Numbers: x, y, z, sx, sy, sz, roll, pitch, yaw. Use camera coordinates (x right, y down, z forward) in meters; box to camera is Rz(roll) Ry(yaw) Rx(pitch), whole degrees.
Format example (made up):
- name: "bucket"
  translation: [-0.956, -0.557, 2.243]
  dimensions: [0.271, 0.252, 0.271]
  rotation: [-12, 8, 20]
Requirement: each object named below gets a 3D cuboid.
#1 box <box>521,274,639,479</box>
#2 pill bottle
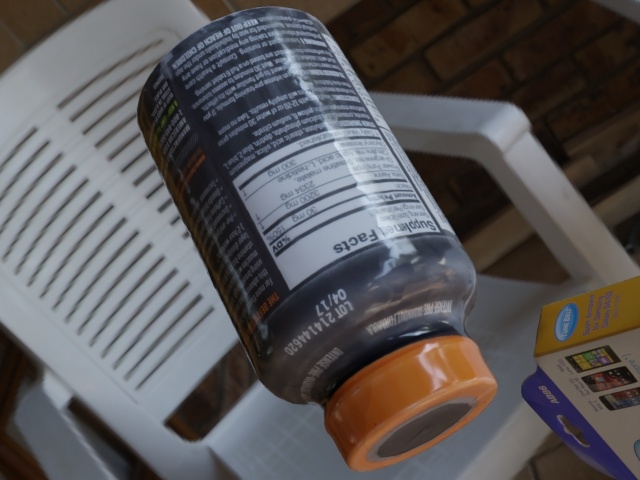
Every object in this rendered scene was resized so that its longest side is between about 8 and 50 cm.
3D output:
- name: "box"
  translation: [0.135, 0.041, 0.335]
  dimensions: [0.136, 0.081, 0.028]
  rotation: [-21, 32, 39]
- name: "pill bottle"
  translation: [0.000, 0.000, 0.575]
  dimensions: [0.130, 0.130, 0.245]
  rotation: [-34, 64, 12]
